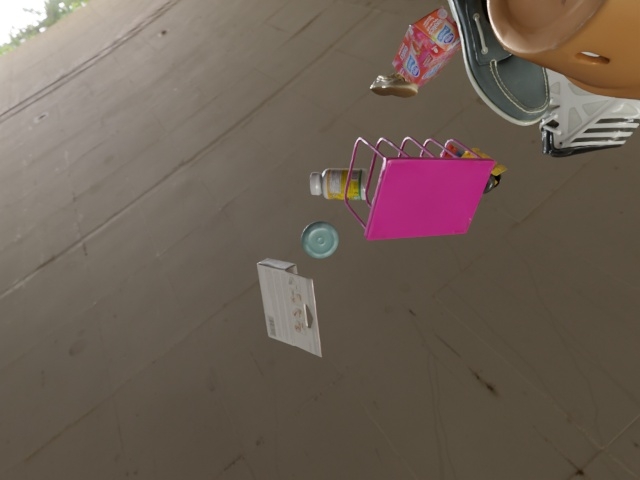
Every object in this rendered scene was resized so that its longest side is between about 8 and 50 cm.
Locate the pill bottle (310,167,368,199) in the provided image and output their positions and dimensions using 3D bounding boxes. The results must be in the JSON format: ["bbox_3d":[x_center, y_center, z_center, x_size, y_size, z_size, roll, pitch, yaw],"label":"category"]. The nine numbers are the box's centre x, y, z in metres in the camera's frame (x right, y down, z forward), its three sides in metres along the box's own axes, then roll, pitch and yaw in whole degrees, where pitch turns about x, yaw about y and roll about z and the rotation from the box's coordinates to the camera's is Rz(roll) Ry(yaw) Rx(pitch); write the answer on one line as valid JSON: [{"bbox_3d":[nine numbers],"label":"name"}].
[{"bbox_3d":[0.071,-0.211,1.585,0.209,0.117,0.117,3,-130,11],"label":"pill bottle"}]

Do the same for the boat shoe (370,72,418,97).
[{"bbox_3d":[0.209,-0.442,1.192,0.170,0.063,0.059,27,-85,48],"label":"boat shoe"}]

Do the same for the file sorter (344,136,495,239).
[{"bbox_3d":[0.228,-0.142,1.054,0.291,0.202,0.182,-4,-144,-22],"label":"file sorter"}]

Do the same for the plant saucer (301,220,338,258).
[{"bbox_3d":[0.000,0.000,1.322,0.119,0.119,0.021,-29,-168,-3],"label":"plant saucer"}]

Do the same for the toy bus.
[{"bbox_3d":[0.485,-0.217,1.456,0.211,0.220,0.149,45,-146,12],"label":"toy bus"}]

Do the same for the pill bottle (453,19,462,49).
[{"bbox_3d":[0.471,-0.667,1.322,0.152,0.086,0.086,-29,-137,12],"label":"pill bottle"}]

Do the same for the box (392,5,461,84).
[{"bbox_3d":[0.337,-0.604,1.364,0.123,0.128,0.257,-34,180,-3],"label":"box"}]

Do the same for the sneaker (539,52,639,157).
[{"bbox_3d":[0.581,-0.367,1.090,0.448,0.169,0.257,29,-77,21],"label":"sneaker"}]

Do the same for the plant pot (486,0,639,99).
[{"bbox_3d":[0.339,-0.315,0.486,0.204,0.290,0.290,-6,-140,-19],"label":"plant pot"}]

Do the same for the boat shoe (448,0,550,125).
[{"bbox_3d":[0.302,-0.348,0.705,0.116,0.099,0.319,-22,-92,-3],"label":"boat shoe"}]

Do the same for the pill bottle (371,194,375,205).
[{"bbox_3d":[0.241,-0.126,1.368,0.137,0.136,0.245,-4,-155,21],"label":"pill bottle"}]

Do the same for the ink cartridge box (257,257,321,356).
[{"bbox_3d":[-0.092,0.225,1.457,0.261,0.296,0.066,11,-155,38],"label":"ink cartridge box"}]
